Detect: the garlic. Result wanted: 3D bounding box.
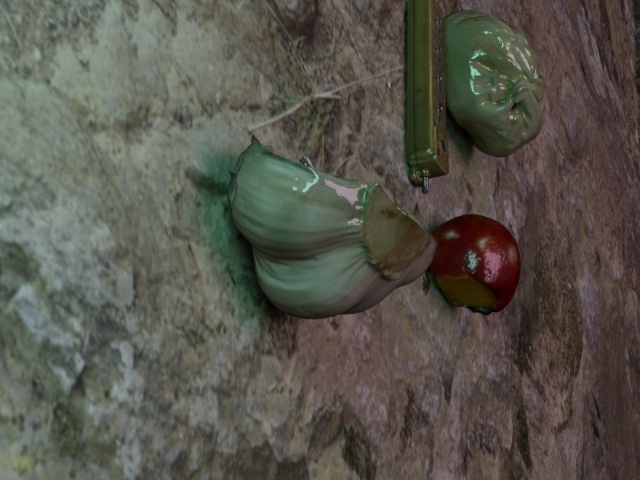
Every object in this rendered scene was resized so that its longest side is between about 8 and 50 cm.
[{"bbox_3d":[0.000,0.000,1.081,0.229,0.178,0.143,18,96,-45],"label":"garlic"}]

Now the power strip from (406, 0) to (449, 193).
[{"bbox_3d":[0.144,-0.204,1.572,0.064,0.044,0.306,42,45,-56],"label":"power strip"}]

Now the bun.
[{"bbox_3d":[0.263,-0.238,1.733,0.229,0.145,0.230,29,57,-57],"label":"bun"}]

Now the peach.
[{"bbox_3d":[0.208,0.022,1.567,0.118,0.151,0.151,123,-18,-51],"label":"peach"}]
